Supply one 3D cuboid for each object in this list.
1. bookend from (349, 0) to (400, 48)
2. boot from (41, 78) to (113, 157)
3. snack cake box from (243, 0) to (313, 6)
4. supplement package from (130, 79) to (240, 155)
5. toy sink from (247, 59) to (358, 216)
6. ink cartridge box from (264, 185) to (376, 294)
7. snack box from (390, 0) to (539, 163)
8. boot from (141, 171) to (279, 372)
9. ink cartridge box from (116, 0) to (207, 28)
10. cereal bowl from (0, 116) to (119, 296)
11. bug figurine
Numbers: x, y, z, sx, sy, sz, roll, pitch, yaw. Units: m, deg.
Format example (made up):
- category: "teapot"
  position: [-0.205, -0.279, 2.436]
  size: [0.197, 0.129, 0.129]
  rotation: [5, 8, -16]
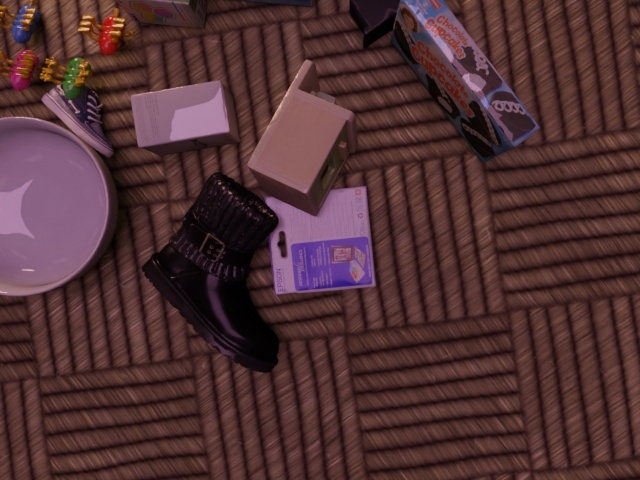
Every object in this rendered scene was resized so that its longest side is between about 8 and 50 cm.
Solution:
- category: "bookend"
  position: [0.111, -0.504, 0.958]
  size: [0.157, 0.072, 0.156]
  rotation: [-35, 88, 3]
- category: "boot"
  position: [-0.478, -0.260, 0.982]
  size: [0.190, 0.069, 0.086]
  rotation: [42, 87, 4]
- category: "snack cake box"
  position: [-0.142, -0.572, 0.959]
  size: [0.265, 0.089, 0.151]
  rotation: [5, 90, 2]
- category: "supplement package"
  position: [-0.265, -0.241, 0.957]
  size: [0.180, 0.105, 0.105]
  rotation: [-9, 90, 3]
- category: "toy sink"
  position: [-0.012, -0.186, 0.901]
  size: [0.131, 0.153, 0.234]
  rotation: [25, 80, 10]
- category: "ink cartridge box"
  position: [0.000, 0.000, 0.977]
  size: [0.209, 0.045, 0.206]
  rotation: [-5, 89, 4]
- category: "snack box"
  position: [0.255, -0.301, 0.896]
  size: [0.060, 0.187, 0.321]
  rotation: [-37, 89, 2]
- category: "boot"
  position: [-0.154, 0.062, 0.933]
  size: [0.348, 0.131, 0.260]
  rotation: [43, 96, 2]
- category: "ink cartridge box"
  position: [-0.344, -0.486, 0.957]
  size: [0.210, 0.109, 0.062]
  rotation: [8, 90, 2]
- category: "cereal bowl"
  position: [-0.560, -0.063, 0.947]
  size: [0.340, 0.141, 0.338]
  rotation: [0, 91, -1]
- category: "bug figurine"
  position: [-0.528, -0.388, 0.965]
  size: [0.280, 0.072, 0.216]
  rotation: [10, 71, 6]
